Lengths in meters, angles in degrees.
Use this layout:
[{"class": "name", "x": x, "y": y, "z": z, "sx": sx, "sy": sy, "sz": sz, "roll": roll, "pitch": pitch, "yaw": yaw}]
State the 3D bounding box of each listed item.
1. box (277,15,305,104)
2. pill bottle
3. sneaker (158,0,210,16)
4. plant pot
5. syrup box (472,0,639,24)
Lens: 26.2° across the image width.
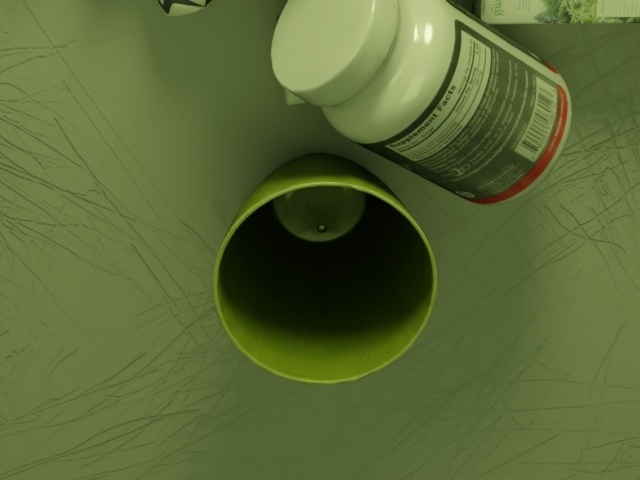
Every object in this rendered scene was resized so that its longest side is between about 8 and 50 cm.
[{"class": "box", "x": -0.010, "y": -0.242, "z": 1.804, "sx": 0.087, "sy": 0.101, "sz": 0.102, "roll": -8, "pitch": 112, "yaw": 2}, {"class": "pill bottle", "x": 0.127, "y": -0.195, "z": 1.704, "sx": 0.363, "sy": 0.210, "sz": 0.210, "roll": 24, "pitch": 113, "yaw": -39}, {"class": "sneaker", "x": -0.116, "y": -0.389, "z": 1.739, "sx": 0.235, "sy": 0.094, "sz": 0.153, "roll": -12, "pitch": 123, "yaw": 14}, {"class": "plant pot", "x": 0.000, "y": 0.000, "z": 1.806, "sx": 0.275, "sy": 0.293, "sz": 0.274, "roll": -1, "pitch": 113, "yaw": -2}, {"class": "syrup box", "x": 0.318, "y": -0.335, "z": 1.776, "sx": 0.237, "sy": 0.096, "sz": 0.093, "roll": 0, "pitch": 114, "yaw": -1}]
